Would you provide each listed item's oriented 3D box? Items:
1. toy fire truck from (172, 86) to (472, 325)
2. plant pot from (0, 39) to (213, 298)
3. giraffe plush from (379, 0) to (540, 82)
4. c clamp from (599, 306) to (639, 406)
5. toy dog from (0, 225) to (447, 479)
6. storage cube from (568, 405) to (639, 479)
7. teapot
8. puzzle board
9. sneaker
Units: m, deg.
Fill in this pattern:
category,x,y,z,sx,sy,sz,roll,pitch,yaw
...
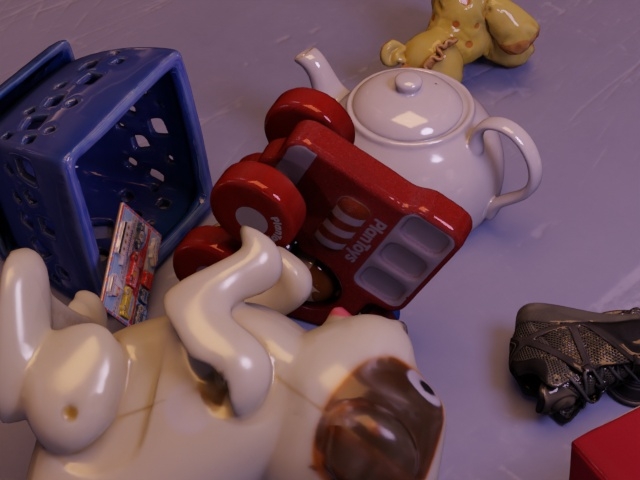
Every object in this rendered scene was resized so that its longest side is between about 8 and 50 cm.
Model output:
category,x,y,z,sx,sy,sz,roll,pitch,yaw
toy fire truck,0.000,0.000,1.608,0.254,0.302,0.169,34,50,-2
plant pot,-0.289,-0.092,1.748,0.212,0.236,0.236,16,46,28
giraffe plush,0.177,-0.260,1.962,0.181,0.210,0.170,30,82,25
c clamp,0.366,0.128,1.640,0.137,0.022,0.160,-29,50,-17
toy dog,-0.084,0.175,1.401,0.408,0.284,0.395,-1,67,9
storage cube,0.355,0.270,1.373,0.215,0.183,0.193,-22,47,-19
teapot,0.114,-0.124,1.789,0.256,0.187,0.252,-8,45,-7
puzzle board,-0.215,0.034,1.674,0.011,0.096,0.128,-1,66,22
sneaker,0.309,0.141,1.568,0.228,0.087,0.130,5,53,22
